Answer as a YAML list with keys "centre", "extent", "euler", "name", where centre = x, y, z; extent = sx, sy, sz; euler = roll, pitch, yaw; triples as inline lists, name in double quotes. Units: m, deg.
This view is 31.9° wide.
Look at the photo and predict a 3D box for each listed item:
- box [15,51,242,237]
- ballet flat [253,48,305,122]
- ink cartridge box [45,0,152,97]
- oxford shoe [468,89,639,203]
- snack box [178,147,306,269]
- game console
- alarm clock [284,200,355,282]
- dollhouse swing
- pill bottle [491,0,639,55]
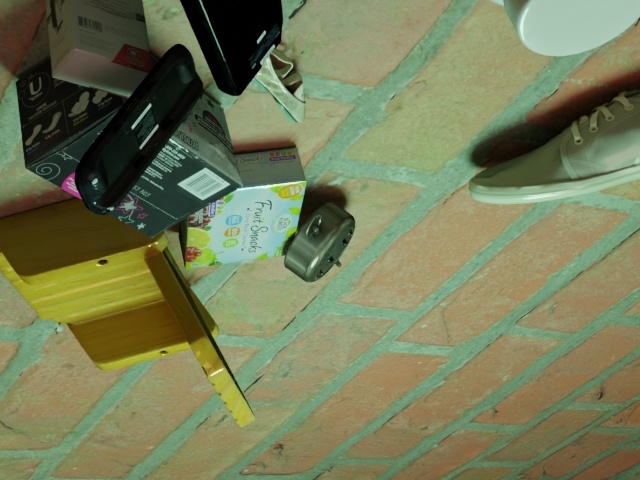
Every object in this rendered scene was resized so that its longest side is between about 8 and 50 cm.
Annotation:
- centre: [-0.239, -0.136, 1.420]
  extent: [0.163, 0.142, 0.247]
  euler: [-28, 148, 20]
  name: "box"
- centre: [-0.050, -0.208, 1.467]
  extent: [0.052, 0.057, 0.168]
  euler: [-33, 146, 11]
  name: "ballet flat"
- centre: [-0.250, -0.238, 1.251]
  extent: [0.099, 0.135, 0.056]
  euler: [13, 143, -37]
  name: "ink cartridge box"
- centre: [0.442, -0.154, 1.712]
  extent: [0.449, 0.169, 0.130]
  euler: [-15, 107, 15]
  name: "oxford shoe"
- centre: [-0.121, -0.046, 1.687]
  extent: [0.174, 0.070, 0.207]
  euler: [-7, 150, -15]
  name: "snack box"
- centre: [-0.157, -0.191, 1.234]
  extent: [0.044, 0.361, 0.213]
  euler: [25, 158, 23]
  name: "game console"
- centre: [0.000, 0.000, 1.753]
  extent: [0.129, 0.064, 0.192]
  euler: [-53, 163, -8]
  name: "alarm clock"
- centre: [-0.298, 0.146, 1.701]
  extent: [0.315, 0.305, 0.347]
  euler: [-15, 151, 1]
  name: "dollhouse swing"
- centre: [0.204, -0.342, 1.093]
  extent: [0.176, 0.318, 0.176]
  euler: [-12, 151, -7]
  name: "pill bottle"
